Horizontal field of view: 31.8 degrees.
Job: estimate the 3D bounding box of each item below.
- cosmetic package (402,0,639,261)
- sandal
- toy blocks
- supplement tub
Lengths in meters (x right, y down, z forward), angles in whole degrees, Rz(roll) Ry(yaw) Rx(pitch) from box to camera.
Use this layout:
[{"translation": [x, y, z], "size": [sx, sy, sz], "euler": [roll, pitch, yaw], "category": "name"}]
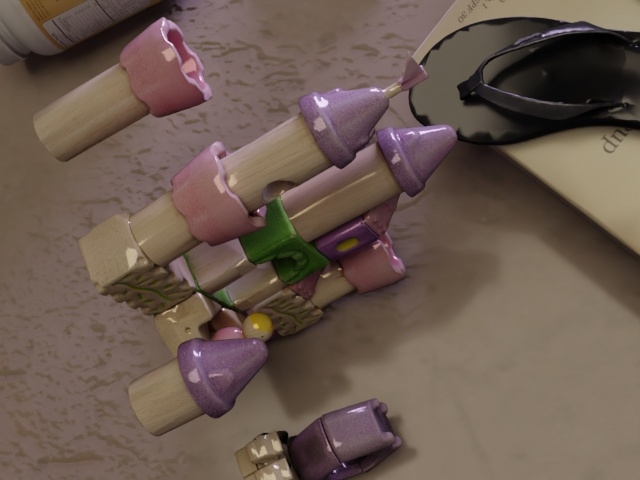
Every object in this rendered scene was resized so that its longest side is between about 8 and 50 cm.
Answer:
[{"translation": [0.237, -0.094, 0.885], "size": [0.309, 0.113, 0.160], "euler": [40, 98, 22], "category": "cosmetic package"}, {"translation": [0.184, -0.122, 0.818], "size": [0.254, 0.054, 0.097], "euler": [1, 83, 22], "category": "sandal"}, {"translation": [0.000, 0.000, 0.834], "size": [0.260, 0.288, 0.309], "euler": [-28, 66, 11], "category": "toy blocks"}, {"translation": [-0.236, -0.262, 1.049], "size": [0.200, 0.144, 0.144], "euler": [-25, 69, 6], "category": "supplement tub"}]
